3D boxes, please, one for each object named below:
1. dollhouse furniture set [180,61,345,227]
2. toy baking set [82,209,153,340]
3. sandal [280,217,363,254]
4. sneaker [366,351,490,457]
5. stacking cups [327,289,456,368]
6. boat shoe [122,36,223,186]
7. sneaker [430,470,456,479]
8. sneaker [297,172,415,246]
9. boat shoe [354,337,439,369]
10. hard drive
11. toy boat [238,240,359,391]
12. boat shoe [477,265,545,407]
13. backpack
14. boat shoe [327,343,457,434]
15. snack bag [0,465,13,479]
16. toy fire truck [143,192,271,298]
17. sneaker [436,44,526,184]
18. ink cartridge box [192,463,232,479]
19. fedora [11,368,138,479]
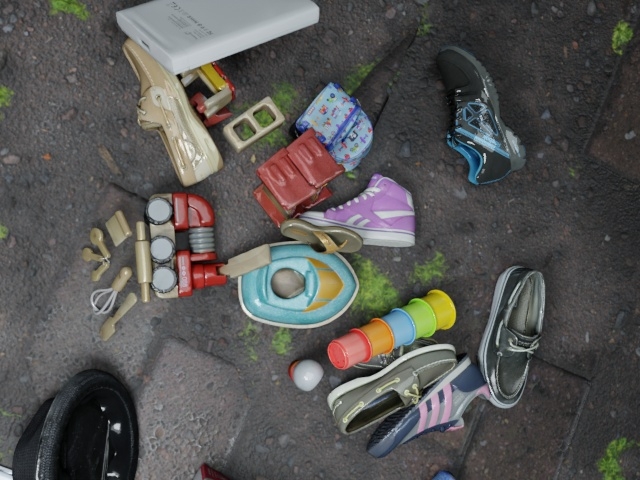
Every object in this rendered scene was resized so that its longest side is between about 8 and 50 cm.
[{"bbox_3d":[-0.128,-0.225,1.558,0.152,0.201,0.374,-37,87,-12],"label":"dollhouse furniture set"},{"bbox_3d":[-0.412,0.071,1.490,0.030,0.197,0.256,-1,80,-53],"label":"toy baking set"},{"bbox_3d":[0.000,0.000,1.541,0.180,0.072,0.049,13,51,-8],"label":"sandal"},{"bbox_3d":[0.250,0.398,1.627,0.319,0.112,0.131,-39,91,-11],"label":"sneaker"},{"bbox_3d":[0.152,0.189,1.575,0.316,0.096,0.096,-15,89,-35],"label":"stacking cups"},{"bbox_3d":[-0.336,-0.278,1.548,0.110,0.121,0.341,-32,94,-14],"label":"boat shoe"},{"bbox_3d":[0.165,0.615,1.582,0.330,0.130,0.147,-39,97,-12],"label":"sneaker"},{"bbox_3d":[0.080,-0.075,1.642,0.282,0.102,0.161,5,81,-22],"label":"sneaker"},{"bbox_3d":[0.173,0.250,1.641,0.224,0.073,0.080,0,85,-13],"label":"boat shoe"},{"bbox_3d":[-0.213,-0.468,1.526,0.353,0.047,0.233,-29,53,-26],"label":"hard drive"},{"bbox_3d":[-0.039,0.158,1.564,0.267,0.148,0.318,-2,86,-13],"label":"toy boat"},{"bbox_3d":[0.445,0.221,1.680,0.121,0.119,0.335,8,84,-12],"label":"boat shoe"},{"bbox_3d":[0.040,-0.246,1.632,0.173,0.117,0.158,42,78,-7],"label":"backpack"},{"bbox_3d":[0.166,0.324,1.581,0.305,0.109,0.091,-26,46,3],"label":"boat shoe"},{"bbox_3d":[-0.672,0.627,1.445,0.323,0.037,0.342,24,80,-9],"label":"snack bag"},{"bbox_3d":[-0.240,0.006,1.531,0.246,0.158,0.217,-3,86,-15],"label":"toy fire truck"},{"bbox_3d":[0.349,-0.293,1.700,0.140,0.125,0.341,-28,90,-8],"label":"sneaker"},{"bbox_3d":[-0.138,0.602,1.467,0.306,0.226,0.131,32,81,-9],"label":"ink cartridge box"},{"bbox_3d":[-0.494,0.420,1.416,0.153,0.334,0.334,-5,86,19],"label":"fedora"}]
